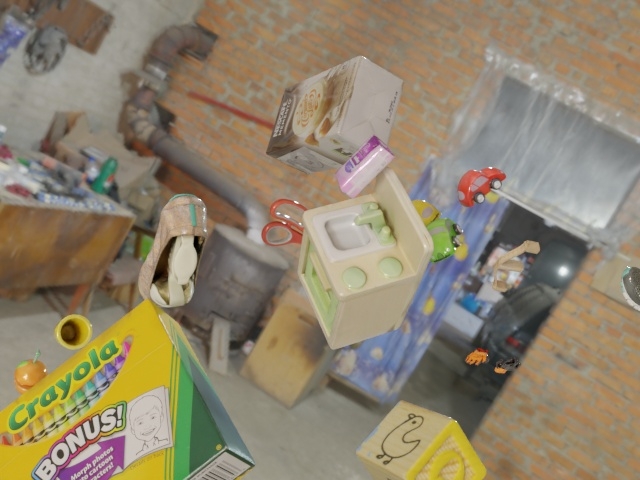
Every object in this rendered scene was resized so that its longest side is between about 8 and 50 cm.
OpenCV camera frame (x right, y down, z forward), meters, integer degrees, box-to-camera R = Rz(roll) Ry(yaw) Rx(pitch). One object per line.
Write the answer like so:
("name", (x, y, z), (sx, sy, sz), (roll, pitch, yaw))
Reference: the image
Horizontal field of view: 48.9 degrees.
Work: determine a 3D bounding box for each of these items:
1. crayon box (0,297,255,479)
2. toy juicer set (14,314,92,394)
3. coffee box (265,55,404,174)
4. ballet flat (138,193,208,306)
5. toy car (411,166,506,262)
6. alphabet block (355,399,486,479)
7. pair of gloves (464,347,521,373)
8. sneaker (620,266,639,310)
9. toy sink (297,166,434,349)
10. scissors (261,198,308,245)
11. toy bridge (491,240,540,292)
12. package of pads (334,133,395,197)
("crayon box", (-0.327, 0.318, 1.070), (0.313, 0.363, 0.106), (50, -3, 38))
("toy juicer set", (-0.459, 0.326, 1.400), (0.090, 0.209, 0.329), (-13, -61, 54))
("coffee box", (0.018, -0.206, 1.210), (0.098, 0.141, 0.247), (22, -14, -29))
("ballet flat", (-0.269, 0.055, 1.286), (0.108, 0.316, 0.106), (-6, 51, -24))
("toy car", (0.226, -0.043, 1.298), (0.053, 0.239, 0.225), (51, 30, -19))
("alphabet block", (0.239, 0.530, 1.681), (0.197, 0.192, 0.193), (3, -48, 57))
("pair of gloves", (0.280, 0.198, 1.147), (0.083, 0.010, 0.074), (15, -27, -1))
("sneaker", (0.559, 0.101, 1.134), (0.166, 0.065, 0.076), (44, -25, -4))
("toy sink", (0.052, 0.031, 1.027), (0.234, 0.131, 0.152), (103, -32, -55))
("scissors", (0.000, 0.000, 1.523), (0.297, 0.109, 0.021), (24, 13, -33))
("toy bridge", (0.448, 0.058, 1.664), (0.063, 0.188, 0.026), (10, 52, -9))
("package of pads", (0.058, -0.100, 0.954), (0.032, 0.083, 0.050), (38, 16, -29))
